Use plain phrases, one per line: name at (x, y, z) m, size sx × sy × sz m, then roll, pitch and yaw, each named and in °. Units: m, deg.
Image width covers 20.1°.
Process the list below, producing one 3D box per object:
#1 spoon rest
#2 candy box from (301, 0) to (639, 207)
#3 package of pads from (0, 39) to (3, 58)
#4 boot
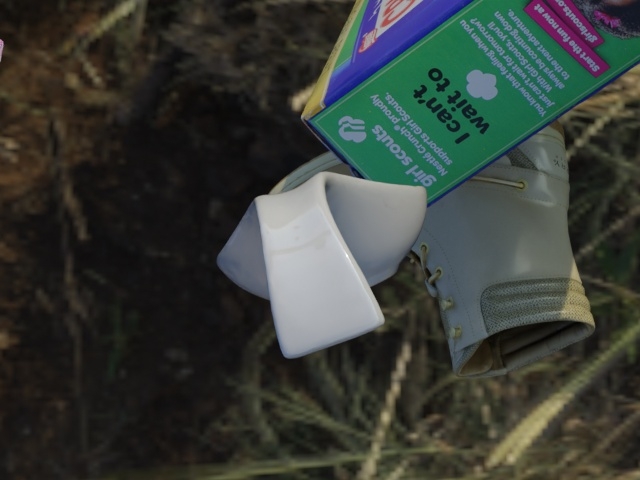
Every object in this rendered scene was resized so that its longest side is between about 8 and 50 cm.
spoon rest at (0.000, 0.000, 1.047) m, size 0.137 × 0.276 × 0.084 m, roll -19°, pitch 96°, yaw 3°
candy box at (0.158, -0.190, 1.302) m, size 0.317 × 0.268 × 0.122 m, roll -37°, pitch 107°, yaw 27°
package of pads at (-0.210, -0.090, 1.012) m, size 0.083 × 0.050 × 0.032 m, roll 130°, pitch 152°, yaw -61°
boot at (0.086, 0.018, 1.483) m, size 0.262 × 0.095 × 0.203 m, roll -12°, pitch 64°, yaw 11°
